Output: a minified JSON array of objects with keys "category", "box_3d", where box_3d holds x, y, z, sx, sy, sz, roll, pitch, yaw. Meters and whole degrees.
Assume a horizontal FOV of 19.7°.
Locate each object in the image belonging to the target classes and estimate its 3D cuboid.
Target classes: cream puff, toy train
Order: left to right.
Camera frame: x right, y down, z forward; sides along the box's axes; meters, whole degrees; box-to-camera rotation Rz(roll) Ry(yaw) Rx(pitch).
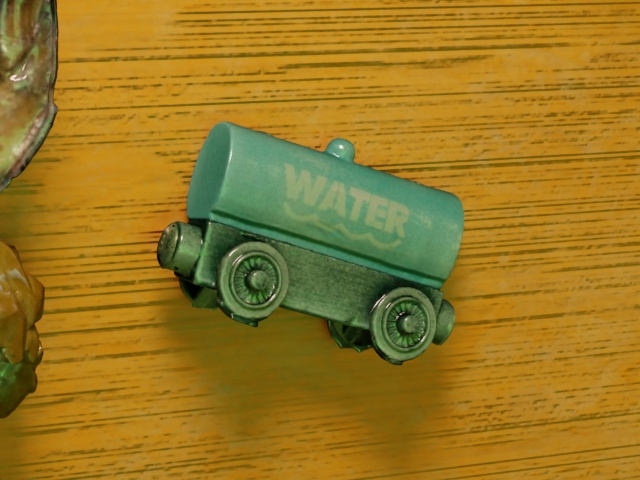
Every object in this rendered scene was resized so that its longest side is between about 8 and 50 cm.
[{"category":"cream puff","box_3d":[-0.259,0.054,1.288,0.156,0.156,0.121,19,53,-25]},{"category":"toy train","box_3d":[0.000,0.000,1.390,0.248,0.101,0.159,16,84,-26]}]

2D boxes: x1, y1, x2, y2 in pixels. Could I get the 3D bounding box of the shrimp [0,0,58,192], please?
[{"category":"shrimp","box_3d":[-0.274,-0.175,1.215,0.233,0.071,0.365,13,93,-6]}]
